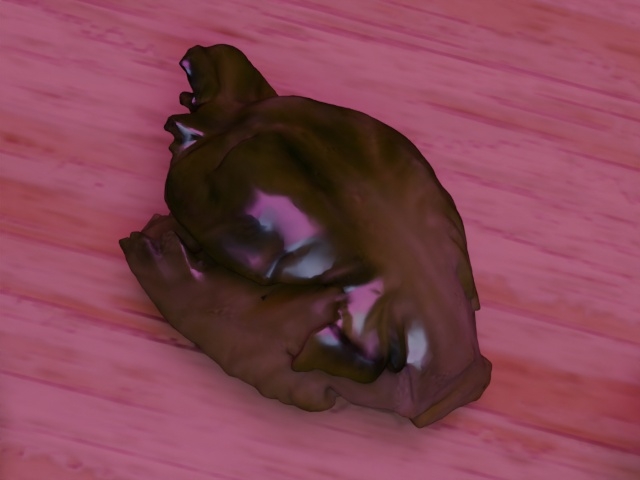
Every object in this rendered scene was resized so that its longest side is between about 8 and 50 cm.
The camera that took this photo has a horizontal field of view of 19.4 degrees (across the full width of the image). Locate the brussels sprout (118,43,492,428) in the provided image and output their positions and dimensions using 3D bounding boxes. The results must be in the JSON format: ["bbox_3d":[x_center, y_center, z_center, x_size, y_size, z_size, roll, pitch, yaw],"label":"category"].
[{"bbox_3d":[0.002,-0.001,0.811,0.181,0.100,0.139,37,49,16],"label":"brussels sprout"}]
